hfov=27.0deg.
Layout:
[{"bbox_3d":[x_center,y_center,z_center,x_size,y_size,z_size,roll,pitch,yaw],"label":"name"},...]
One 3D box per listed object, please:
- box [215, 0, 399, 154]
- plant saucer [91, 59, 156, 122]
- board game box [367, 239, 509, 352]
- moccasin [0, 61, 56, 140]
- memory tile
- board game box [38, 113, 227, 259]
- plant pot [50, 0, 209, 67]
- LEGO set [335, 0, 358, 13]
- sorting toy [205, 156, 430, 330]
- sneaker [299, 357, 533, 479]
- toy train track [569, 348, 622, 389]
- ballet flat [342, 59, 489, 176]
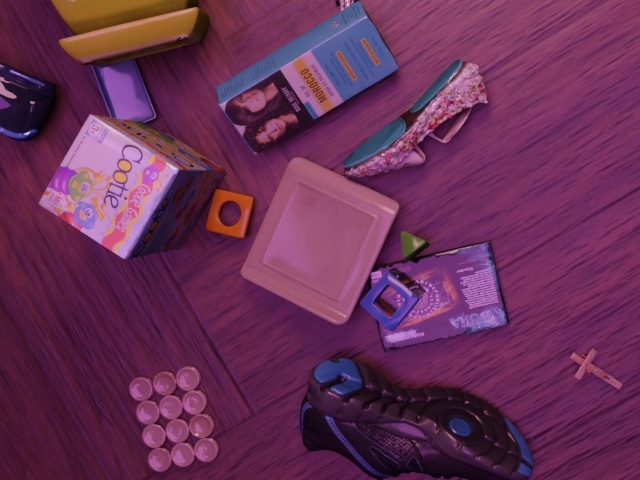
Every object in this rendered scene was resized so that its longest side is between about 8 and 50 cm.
[{"bbox_3d":[-0.020,-0.230,1.891,0.244,0.060,0.100,-31,122,9],"label":"box"},{"bbox_3d":[-0.305,-0.259,1.978,0.067,0.018,0.192,-21,90,9],"label":"plant saucer"},{"bbox_3d":[0.167,0.081,1.915,0.186,0.026,0.126,-13,91,9],"label":"board game box"},{"bbox_3d":[-0.543,-0.282,1.973,0.342,0.138,0.117,35,93,-8],"label":"moccasin"},{"bbox_3d":[-0.218,0.267,1.991,0.113,0.012,0.148,-14,90,9],"label":"memory tile"},{"bbox_3d":[-0.253,-0.075,1.847,0.142,0.275,0.144,32,96,6],"label":"board game box"},{"bbox_3d":[-0.271,-0.361,1.858,0.227,0.228,0.207,-13,95,1],"label":"plant pot"},{"bbox_3d":[0.033,-0.447,1.898,0.244,0.060,0.182,42,102,4],"label":"LEGO set"},{"bbox_3d":[0.000,0.000,1.920,0.347,0.047,0.196,26,92,19],"label":"sorting toy"},{"bbox_3d":[0.134,0.281,1.902,0.340,0.125,0.140,21,123,5],"label":"sneaker"},{"bbox_3d":[0.391,0.185,1.892,0.083,0.014,0.048,33,90,0],"label":"toy train track"},{"bbox_3d":[0.141,-0.154,1.884,0.241,0.091,0.077,-40,108,12],"label":"ballet flat"}]
